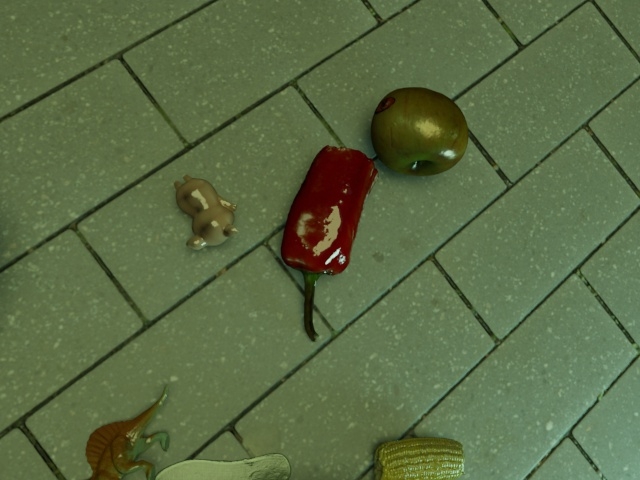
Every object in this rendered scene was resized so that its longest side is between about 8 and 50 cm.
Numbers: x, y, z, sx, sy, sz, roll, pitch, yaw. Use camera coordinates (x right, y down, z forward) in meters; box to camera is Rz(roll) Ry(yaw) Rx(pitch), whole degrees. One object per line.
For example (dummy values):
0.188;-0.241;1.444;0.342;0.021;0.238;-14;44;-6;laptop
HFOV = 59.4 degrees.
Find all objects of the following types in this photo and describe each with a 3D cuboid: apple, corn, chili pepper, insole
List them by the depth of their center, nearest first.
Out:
-0.163;0.405;0.947;0.231;0.003;0.080;-2;79;-14;insole
0.177;0.396;0.999;0.165;0.063;0.085;2;69;-15;corn
-0.004;-0.002;1.005;0.134;0.131;0.338;20;76;1;chili pepper
0.186;-0.209;1.071;0.182;0.182;0.155;7;69;-12;apple

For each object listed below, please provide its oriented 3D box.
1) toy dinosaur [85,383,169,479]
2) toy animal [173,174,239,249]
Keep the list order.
-0.323;0.336;0.908;0.142;0.057;0.212;5;65;7;toy dinosaur
-0.207;-0.050;0.990;0.150;0.083;0.089;55;30;11;toy animal
